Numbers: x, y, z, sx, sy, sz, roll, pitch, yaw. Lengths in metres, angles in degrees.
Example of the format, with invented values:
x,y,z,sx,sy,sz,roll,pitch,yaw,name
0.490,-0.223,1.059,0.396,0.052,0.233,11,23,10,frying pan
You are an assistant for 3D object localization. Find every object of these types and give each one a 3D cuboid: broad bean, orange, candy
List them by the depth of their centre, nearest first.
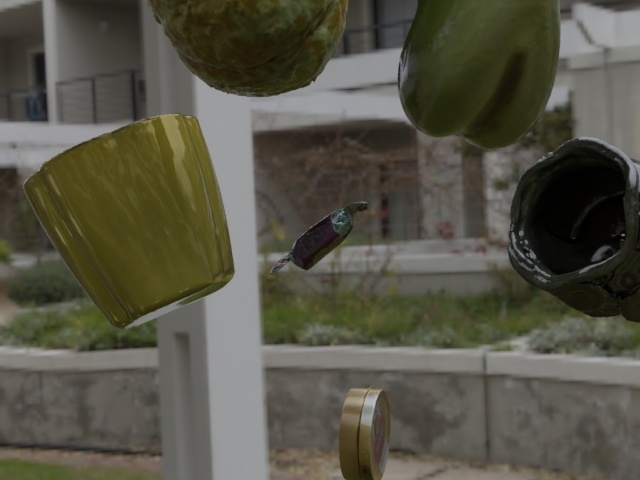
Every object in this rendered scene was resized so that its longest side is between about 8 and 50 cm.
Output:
x,y,z,sx,sy,sz,roll,pitch,yaw,name
0.132,-0.212,0.956,0.121,0.263,0.189,2,-5,-19,broad bean
0.000,0.000,1.493,0.175,0.043,0.045,-39,-15,35,candy
-0.081,-0.324,1.583,0.271,0.210,0.369,-33,-31,-4,orange

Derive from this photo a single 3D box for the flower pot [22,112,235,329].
x,y,z,sx,sy,sz,roll,pitch,yaw,name
-0.183,-0.013,1.187,0.195,0.179,0.195,-24,-3,-1,flower pot

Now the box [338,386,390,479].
x,y,z,sx,sy,sz,roll,pitch,yaw,name
0.049,0.212,1.250,0.037,0.106,0.105,1,2,15,box

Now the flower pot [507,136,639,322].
x,y,z,sx,sy,sz,roll,pitch,yaw,name
0.482,-0.013,1.951,0.301,0.302,0.213,-1,-14,46,flower pot
